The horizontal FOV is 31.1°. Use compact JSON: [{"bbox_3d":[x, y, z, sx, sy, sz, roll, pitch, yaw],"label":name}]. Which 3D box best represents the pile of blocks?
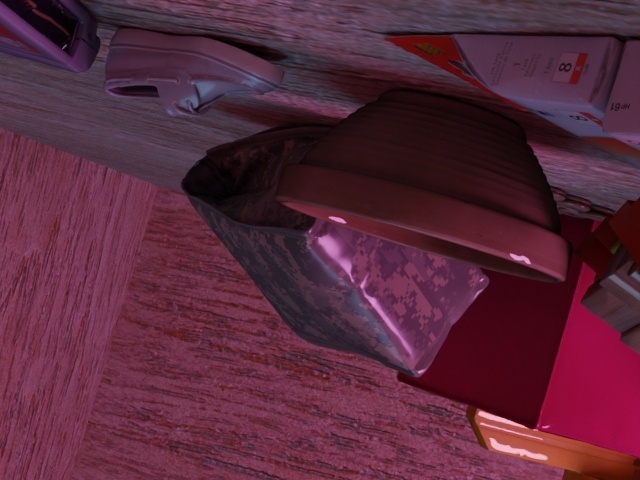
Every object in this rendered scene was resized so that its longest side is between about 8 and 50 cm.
[{"bbox_3d":[0.246,-0.007,0.742,0.113,0.149,0.362,37,179,0],"label":"pile of blocks"}]

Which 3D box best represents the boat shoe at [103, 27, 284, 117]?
[{"bbox_3d":[-0.109,-0.130,0.927,0.184,0.063,0.066,15,177,32],"label":"boat shoe"}]

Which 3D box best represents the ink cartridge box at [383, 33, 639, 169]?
[{"bbox_3d":[0.138,-0.079,0.683,0.145,0.045,0.179,19,174,-39],"label":"ink cartridge box"}]

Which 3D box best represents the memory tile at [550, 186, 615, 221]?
[{"bbox_3d":[0.233,-0.044,1.239,0.113,0.012,0.148,17,177,-33],"label":"memory tile"}]

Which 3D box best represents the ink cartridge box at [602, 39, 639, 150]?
[{"bbox_3d":[0.214,-0.056,0.570,0.122,0.052,0.088,16,178,-36],"label":"ink cartridge box"}]

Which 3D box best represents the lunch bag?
[{"bbox_3d":[0.000,0.000,1.254,0.287,0.169,0.235,10,146,51],"label":"lunch bag"}]

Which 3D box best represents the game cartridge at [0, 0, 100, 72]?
[{"bbox_3d":[-0.289,-0.194,0.839,0.196,0.060,0.294,20,178,5],"label":"game cartridge"}]

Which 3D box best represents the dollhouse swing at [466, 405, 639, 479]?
[{"bbox_3d":[0.440,0.205,1.622,0.305,0.346,0.315,19,177,-35],"label":"dollhouse swing"}]

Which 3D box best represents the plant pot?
[{"bbox_3d":[0.092,-0.049,0.908,0.237,0.109,0.237,17,178,1],"label":"plant pot"}]

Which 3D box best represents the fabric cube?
[{"bbox_3d":[0.294,0.106,1.412,0.258,0.254,0.259,17,178,-34],"label":"fabric cube"}]
